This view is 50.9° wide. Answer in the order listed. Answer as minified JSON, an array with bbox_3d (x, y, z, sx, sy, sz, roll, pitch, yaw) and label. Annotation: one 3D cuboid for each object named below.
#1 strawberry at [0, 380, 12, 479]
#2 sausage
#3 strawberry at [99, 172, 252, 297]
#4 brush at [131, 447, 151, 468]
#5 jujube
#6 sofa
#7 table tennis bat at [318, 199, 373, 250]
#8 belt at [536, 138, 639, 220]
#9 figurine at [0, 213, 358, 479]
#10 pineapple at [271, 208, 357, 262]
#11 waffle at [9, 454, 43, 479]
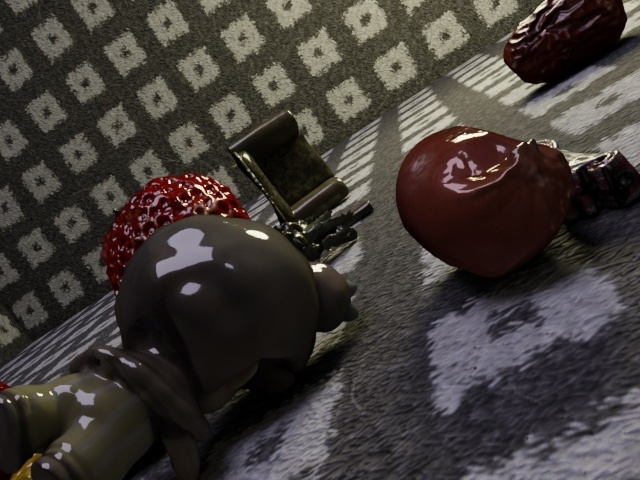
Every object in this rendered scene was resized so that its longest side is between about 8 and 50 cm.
[{"bbox_3d":[-0.606,0.302,1.012,0.250,0.288,0.238,-54,20,1],"label":"strawberry"},{"bbox_3d":[0.146,-0.042,0.653,0.148,0.148,0.254,-33,10,7],"label":"sausage"},{"bbox_3d":[-0.238,0.048,1.206,0.292,0.310,0.291,-29,-23,-13],"label":"strawberry"},{"bbox_3d":[-0.271,0.293,0.759,0.193,0.016,0.063,-36,4,-18],"label":"brush"},{"bbox_3d":[0.473,-0.401,1.310,0.230,0.155,0.155,-39,8,18],"label":"jujube"},{"bbox_3d":[-0.072,-0.162,1.594,0.200,0.258,0.182,-35,-3,-13],"label":"sofa"},{"bbox_3d":[0.000,0.000,1.277,0.234,0.022,0.131,-35,9,5],"label":"table tennis bat"},{"bbox_3d":[0.252,-0.068,0.706,0.071,0.053,0.232,-26,11,3],"label":"belt"},{"bbox_3d":[-0.142,0.102,0.673,0.248,0.203,0.380,12,33,30],"label":"figurine"},{"bbox_3d":[-0.082,0.036,1.039,0.361,0.175,0.175,-22,1,-39],"label":"pineapple"},{"bbox_3d":[-0.274,0.239,0.871,0.312,0.060,0.307,-33,7,-1],"label":"waffle"}]
